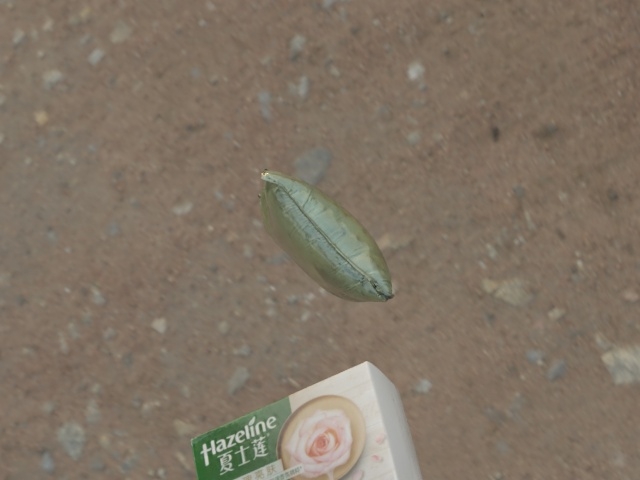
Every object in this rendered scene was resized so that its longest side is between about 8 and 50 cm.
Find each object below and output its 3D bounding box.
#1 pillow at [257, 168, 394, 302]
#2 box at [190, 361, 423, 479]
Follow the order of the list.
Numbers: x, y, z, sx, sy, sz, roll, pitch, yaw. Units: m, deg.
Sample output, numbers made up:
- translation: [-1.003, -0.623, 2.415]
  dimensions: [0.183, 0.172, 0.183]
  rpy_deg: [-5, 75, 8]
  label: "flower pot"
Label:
- translation: [0.000, 0.000, 1.544]
  dimensions: [0.185, 0.302, 0.075]
  rpy_deg: [45, 86, 0]
  label: "pillow"
- translation: [-0.012, 0.216, 1.284]
  dimensions: [0.199, 0.081, 0.135]
  rpy_deg: [-24, 52, 13]
  label: "box"
